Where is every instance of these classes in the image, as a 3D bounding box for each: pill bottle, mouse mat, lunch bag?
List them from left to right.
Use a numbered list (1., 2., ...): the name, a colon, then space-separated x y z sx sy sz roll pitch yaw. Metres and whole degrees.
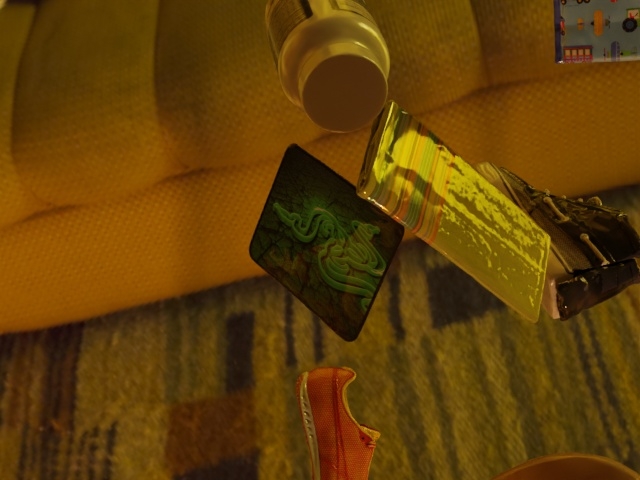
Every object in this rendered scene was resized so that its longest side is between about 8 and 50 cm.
1. mouse mat: 0.000 0.000 1.025 0.189 0.153 0.007 38 27 33
2. pill bottle: 0.005 -0.114 0.572 0.067 0.067 0.120 -20 36 3
3. lunch bag: 0.558 -0.425 1.746 0.220 0.138 0.293 1 22 20

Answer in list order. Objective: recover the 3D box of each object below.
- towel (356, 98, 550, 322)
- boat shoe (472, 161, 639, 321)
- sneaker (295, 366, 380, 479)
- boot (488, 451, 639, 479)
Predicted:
1. towel: 0.127 -0.022 0.862 0.021 0.237 0.102 -19 44 47
2. boat shoe: 0.359 -0.024 1.437 0.158 0.127 0.341 -20 43 -4
3. sneaker: 0.023 0.195 0.815 0.067 0.064 0.175 -9 86 -2
4. boot: 0.088 0.204 0.444 0.104 0.211 0.295 37 110 28
